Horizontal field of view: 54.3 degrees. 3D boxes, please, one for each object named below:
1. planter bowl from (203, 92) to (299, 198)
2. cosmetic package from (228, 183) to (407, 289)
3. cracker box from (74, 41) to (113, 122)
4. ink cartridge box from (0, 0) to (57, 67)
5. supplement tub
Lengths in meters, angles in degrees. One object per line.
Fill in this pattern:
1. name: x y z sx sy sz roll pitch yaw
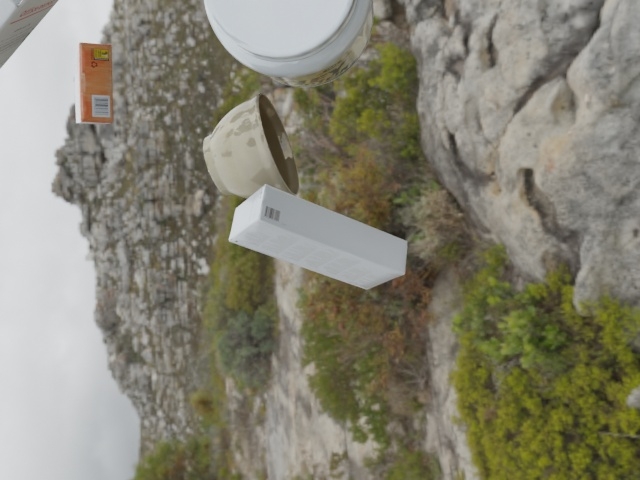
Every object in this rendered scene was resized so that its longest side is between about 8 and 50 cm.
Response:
1. planter bowl: -0.111 -0.129 0.956 0.162 0.109 0.162 -18 -90 -79
2. cosmetic package: 0.000 0.000 0.894 0.099 0.239 0.060 -31 45 52
3. cracker box: -0.488 -0.329 1.339 0.232 0.067 0.156 -158 68 -64
4. ink cartridge box: -0.282 -0.189 0.519 0.180 0.060 0.104 -38 22 20
5. supplement tub: -0.038 -0.357 0.930 0.325 0.235 0.235 -63 -27 -79
